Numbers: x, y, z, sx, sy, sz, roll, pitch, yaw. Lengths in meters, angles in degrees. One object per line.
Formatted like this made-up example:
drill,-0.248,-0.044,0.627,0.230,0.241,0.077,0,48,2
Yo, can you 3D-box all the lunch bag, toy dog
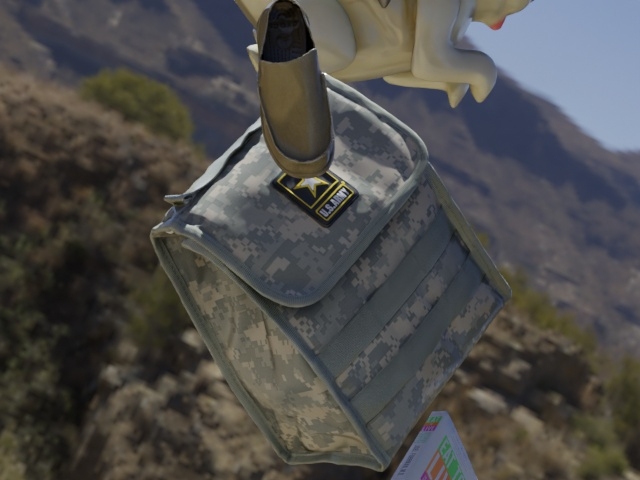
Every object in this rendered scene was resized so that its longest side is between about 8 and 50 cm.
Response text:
lunch bag,0.005,0.020,1.304,0.169,0.235,0.287,-7,-56,49
toy dog,0.093,-0.335,1.900,0.284,0.408,0.395,96,-31,-82

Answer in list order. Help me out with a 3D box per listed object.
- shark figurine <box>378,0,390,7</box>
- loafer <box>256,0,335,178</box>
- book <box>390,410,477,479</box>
shark figurine,0.081,-0.373,1.645,0.116,0.166,0.278,3,-4,12
loafer,-0.024,-0.118,1.101,0.056,0.148,0.050,-13,-17,0
book,0.113,0.258,1.534,0.035,0.096,0.144,-7,25,31
